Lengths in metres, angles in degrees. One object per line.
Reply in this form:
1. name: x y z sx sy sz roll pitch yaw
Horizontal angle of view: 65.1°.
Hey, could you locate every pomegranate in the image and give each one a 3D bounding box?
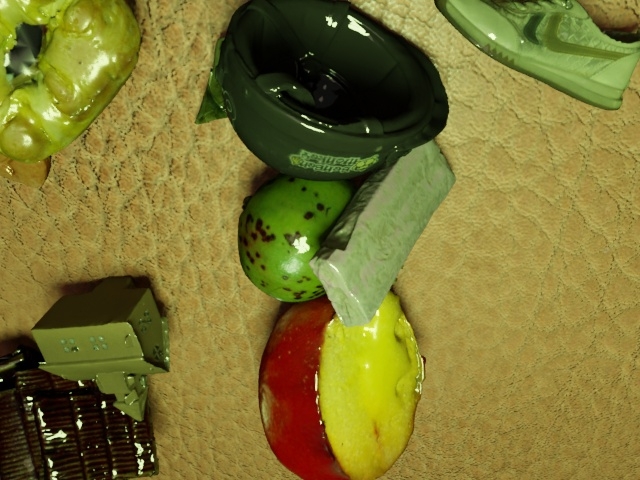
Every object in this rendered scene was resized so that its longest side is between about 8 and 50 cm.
1. pomegranate: 0.000 0.000 0.717 0.248 0.202 0.202 28 119 -3

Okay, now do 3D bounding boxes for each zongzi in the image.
1. zongzi: -0.142 -0.219 0.685 0.119 0.055 0.109 -6 118 21

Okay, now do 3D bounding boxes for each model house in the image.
1. model house: -0.458 0.339 0.972 0.283 0.297 0.316 -17 80 4
2. model house: -0.343 0.206 0.872 0.181 0.176 0.247 -5 115 8

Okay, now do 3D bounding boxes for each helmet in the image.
1. helmet: 0.004 -0.167 0.620 0.279 0.230 0.160 7 147 -25

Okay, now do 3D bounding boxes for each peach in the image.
1. peach: 0.041 0.222 0.810 0.281 0.281 0.338 19 120 -7

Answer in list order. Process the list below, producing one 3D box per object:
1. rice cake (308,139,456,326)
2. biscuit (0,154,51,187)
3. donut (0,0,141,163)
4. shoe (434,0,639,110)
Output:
1. rice cake: 0.091 -0.034 0.652 0.050 0.298 0.106 -9 126 49
2. biscuit: -0.552 -0.183 0.731 0.307 0.043 0.283 -14 121 10
3. donut: -0.353 -0.237 0.622 0.261 0.128 0.208 -39 113 9
4. shoe: 0.268 -0.252 0.607 0.275 0.103 0.098 18 119 -13
